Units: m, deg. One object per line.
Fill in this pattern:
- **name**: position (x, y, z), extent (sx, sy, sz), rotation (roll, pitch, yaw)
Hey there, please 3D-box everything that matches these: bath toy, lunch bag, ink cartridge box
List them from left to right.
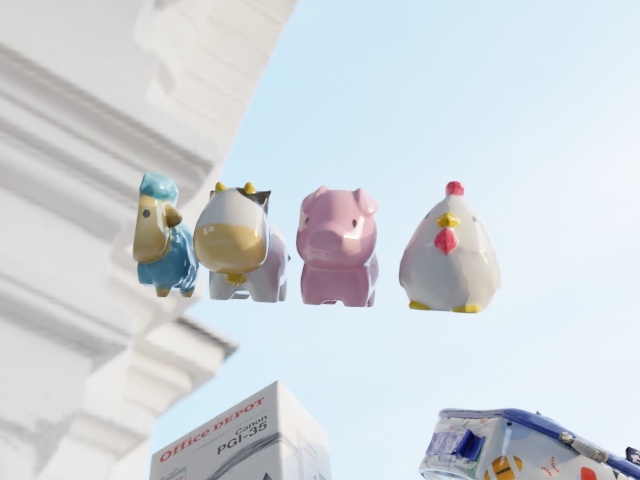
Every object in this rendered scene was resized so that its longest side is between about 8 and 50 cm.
- **ink cartridge box**: position (-0.096, 0.322, 1.422), extent (0.207, 0.283, 0.117), rotation (-32, -64, 13)
- **bath toy**: position (0.000, 0.000, 1.182), extent (0.348, 0.129, 0.151), rotation (3, -2, 9)
- **lunch bag**: position (0.241, 0.262, 1.357), extent (0.243, 0.115, 0.303), rotation (28, -14, -7)
